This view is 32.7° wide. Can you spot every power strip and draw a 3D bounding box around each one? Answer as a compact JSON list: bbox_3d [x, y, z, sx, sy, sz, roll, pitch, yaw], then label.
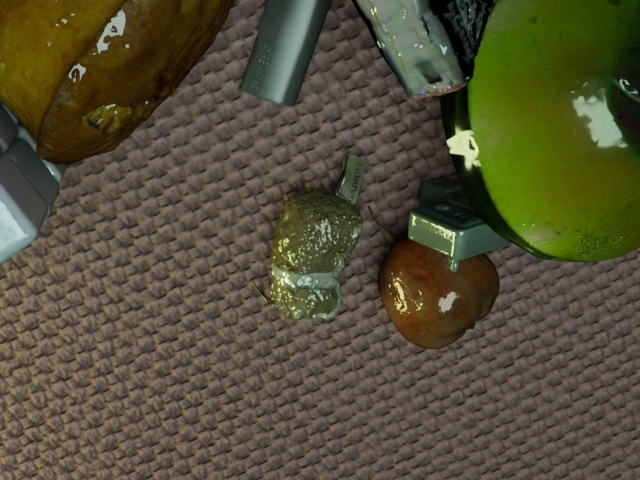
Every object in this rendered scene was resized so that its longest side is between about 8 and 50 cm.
[{"bbox_3d":[0.188,-0.032,1.336,0.216,0.145,0.061,-14,119,-39],"label":"power strip"}]

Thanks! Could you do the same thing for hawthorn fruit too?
[{"bbox_3d":[0.130,0.052,1.357,0.189,0.149,0.149,29,102,-15],"label":"hawthorn fruit"}]

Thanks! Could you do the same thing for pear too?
[{"bbox_3d":[0.346,-0.165,1.224,0.399,0.165,0.398,-1,92,-28],"label":"pear"}]

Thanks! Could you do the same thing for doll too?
[{"bbox_3d":[0.000,-0.002,1.342,0.115,0.105,0.221,21,106,-6],"label":"doll"}]

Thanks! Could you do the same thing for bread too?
[{"bbox_3d":[-0.224,-0.221,1.161,0.172,0.312,0.312,40,100,-1],"label":"bread"}]

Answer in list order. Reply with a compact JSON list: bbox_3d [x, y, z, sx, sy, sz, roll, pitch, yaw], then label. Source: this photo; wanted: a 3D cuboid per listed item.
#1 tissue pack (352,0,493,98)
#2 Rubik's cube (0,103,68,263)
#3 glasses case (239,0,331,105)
[{"bbox_3d":[0.108,-0.336,1.125,0.123,0.332,0.245,-7,137,30],"label":"tissue pack"},{"bbox_3d":[-0.495,-0.083,1.149,0.322,0.316,0.318,-33,109,6],"label":"Rubik's cube"},{"bbox_3d":[-0.034,-0.256,1.293,0.072,0.042,0.190,19,105,-4],"label":"glasses case"}]
